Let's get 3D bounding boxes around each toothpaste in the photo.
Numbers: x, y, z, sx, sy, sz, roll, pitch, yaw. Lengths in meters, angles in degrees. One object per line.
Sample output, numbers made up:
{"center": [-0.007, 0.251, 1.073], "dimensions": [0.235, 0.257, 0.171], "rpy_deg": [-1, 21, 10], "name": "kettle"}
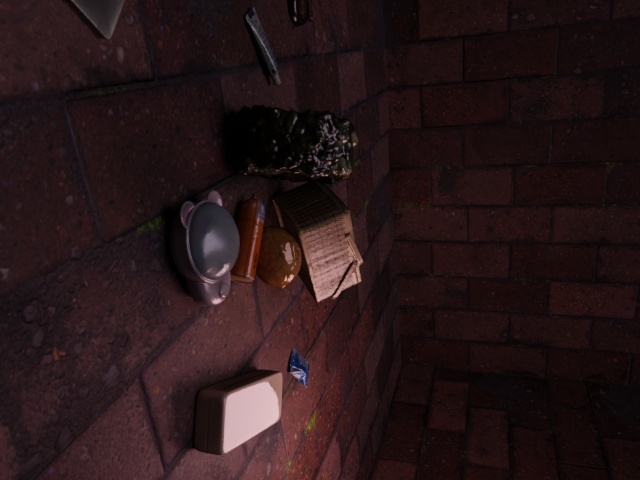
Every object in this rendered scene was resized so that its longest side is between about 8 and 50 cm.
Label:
{"center": [-0.155, -0.530, 1.398], "dimensions": [0.216, 0.037, 0.062], "rpy_deg": [67, 30, -43], "name": "toothpaste"}

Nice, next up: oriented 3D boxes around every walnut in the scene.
{"center": [-0.121, 0.044, 1.382], "dimensions": [0.144, 0.144, 0.180], "rpy_deg": [-43, 123, -65], "name": "walnut"}

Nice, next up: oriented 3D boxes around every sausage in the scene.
{"center": [-0.184, -0.012, 1.288], "dimensions": [0.071, 0.071, 0.235], "rpy_deg": [49, 46, -63], "name": "sausage"}

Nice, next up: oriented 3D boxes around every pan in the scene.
{"center": [-0.053, -0.761, 1.680], "dimensions": [0.212, 0.040, 0.115], "rpy_deg": [-25, 120, -69], "name": "pan"}

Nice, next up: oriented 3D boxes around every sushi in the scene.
{"center": [-0.054, -0.244, 1.322], "dimensions": [0.352, 0.293, 0.178], "rpy_deg": [-12, 106, -72], "name": "sushi"}

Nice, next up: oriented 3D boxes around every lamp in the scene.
{"center": [-0.235, 0.024, 1.085], "dimensions": [0.179, 0.107, 0.246], "rpy_deg": [-39, 128, -61], "name": "lamp"}

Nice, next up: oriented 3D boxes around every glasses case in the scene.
{"center": [-0.195, 0.419, 1.271], "dimensions": [0.336, 0.076, 0.144], "rpy_deg": [19, 73, -70], "name": "glasses case"}

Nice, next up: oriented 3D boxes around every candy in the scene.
{"center": [-0.070, 0.429, 1.702], "dimensions": [0.136, 0.038, 0.088], "rpy_deg": [56, 35, -45], "name": "candy"}

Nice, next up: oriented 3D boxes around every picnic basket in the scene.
{"center": [0.000, 0.000, 1.528], "dimensions": [0.228, 0.175, 0.313], "rpy_deg": [51, -20, 49], "name": "picnic basket"}

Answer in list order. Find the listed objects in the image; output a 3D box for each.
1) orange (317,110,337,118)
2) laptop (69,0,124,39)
{"center": [0.013, -0.369, 1.747], "dimensions": [0.159, 0.136, 0.159], "rpy_deg": [-2, 90, -71], "name": "orange"}
{"center": [-0.366, -0.490, 0.810], "dimensions": [0.188, 0.015, 0.269], "rpy_deg": [52, 42, -61], "name": "laptop"}
